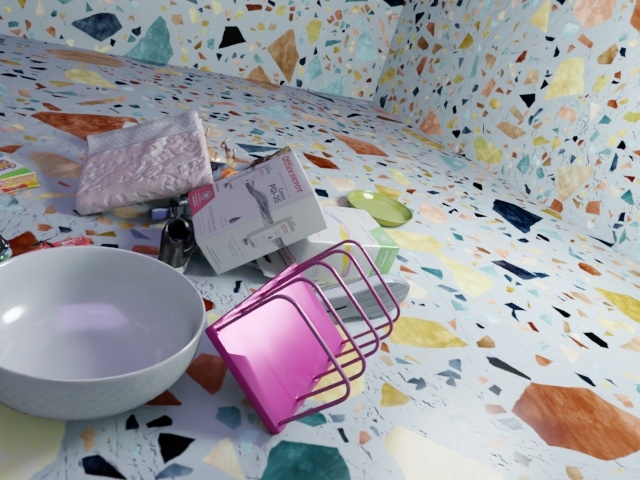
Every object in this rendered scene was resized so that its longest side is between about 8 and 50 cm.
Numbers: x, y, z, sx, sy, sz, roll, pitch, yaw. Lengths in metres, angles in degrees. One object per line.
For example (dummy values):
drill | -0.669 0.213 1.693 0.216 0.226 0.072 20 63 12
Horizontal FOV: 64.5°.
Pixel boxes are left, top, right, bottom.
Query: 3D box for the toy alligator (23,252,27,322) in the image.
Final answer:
toy alligator | -0.540 0.093 0.900 0.051 0.056 0.189 -32 45 1

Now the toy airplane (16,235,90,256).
toy airplane | -0.526 0.035 1.038 0.151 0.028 0.151 13 27 -7

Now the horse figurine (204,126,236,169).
horse figurine | -0.332 -0.271 1.607 0.263 0.066 0.174 25 47 -45

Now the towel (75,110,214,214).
towel | -0.461 -0.213 1.333 0.332 0.053 0.316 -14 48 -5

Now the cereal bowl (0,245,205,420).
cereal bowl | -0.360 0.149 0.787 0.340 0.141 0.339 15 26 -7

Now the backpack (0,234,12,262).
backpack | -0.631 0.024 0.917 0.105 0.084 0.114 30 69 28

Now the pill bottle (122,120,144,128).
pill bottle | -0.520 -0.306 1.612 0.209 0.119 0.119 12 26 -12

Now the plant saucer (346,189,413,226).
plant saucer | 0.201 -0.108 1.760 0.241 0.037 0.241 14 25 -7

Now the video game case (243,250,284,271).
video game case | -0.173 0.033 1.276 0.167 0.015 0.119 15 25 -4

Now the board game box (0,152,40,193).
board game box | -0.846 -0.188 1.278 0.260 0.039 0.124 28 29 16

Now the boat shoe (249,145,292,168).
boat shoe | -0.175 -0.223 1.698 0.123 0.123 0.342 -9 28 14

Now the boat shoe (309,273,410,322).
boat shoe | 0.071 0.118 1.158 0.303 0.109 0.094 -5 32 -34

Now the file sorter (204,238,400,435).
file sorter | -0.005 0.143 0.877 0.202 0.182 0.291 58 31 -3

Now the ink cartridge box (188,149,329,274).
ink cartridge box | -0.149 -0.073 1.194 0.283 0.117 0.207 -23 42 -1

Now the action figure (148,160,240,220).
action figure | -0.354 -0.165 1.382 0.331 0.178 0.341 19 21 26

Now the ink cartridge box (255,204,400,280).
ink cartridge box | 0.000 0.000 1.306 0.354 0.119 0.207 4 31 -32

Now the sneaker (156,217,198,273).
sneaker | -0.321 -0.013 1.170 0.078 0.106 0.234 14 26 -9
